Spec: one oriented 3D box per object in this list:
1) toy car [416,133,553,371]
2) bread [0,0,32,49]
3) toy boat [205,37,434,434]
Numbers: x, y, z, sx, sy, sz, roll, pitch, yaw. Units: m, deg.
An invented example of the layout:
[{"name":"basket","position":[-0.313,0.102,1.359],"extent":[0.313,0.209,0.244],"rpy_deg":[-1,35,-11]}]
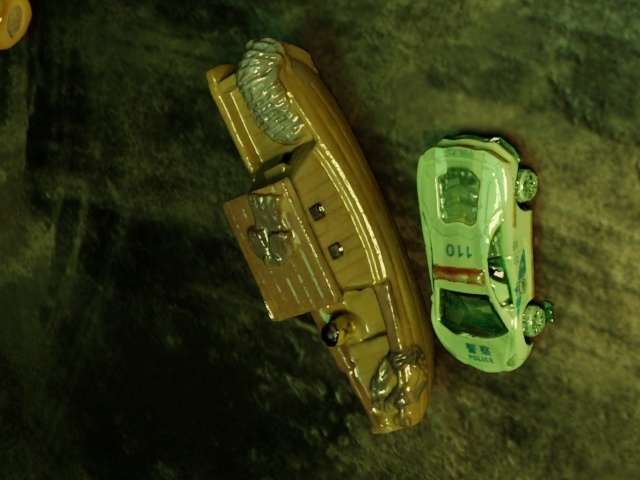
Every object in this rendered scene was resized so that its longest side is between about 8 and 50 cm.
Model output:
[{"name":"toy car","position":[0.116,0.015,0.937],"extent":[0.093,0.058,0.186],"rpy_deg":[7,113,35]},{"name":"bread","position":[-0.315,-0.211,1.191],"extent":[0.103,0.049,0.062],"rpy_deg":[14,89,36]},{"name":"toy boat","position":[0.000,0.000,0.984],"extent":[0.089,0.121,0.321],"rpy_deg":[-20,96,37]}]
